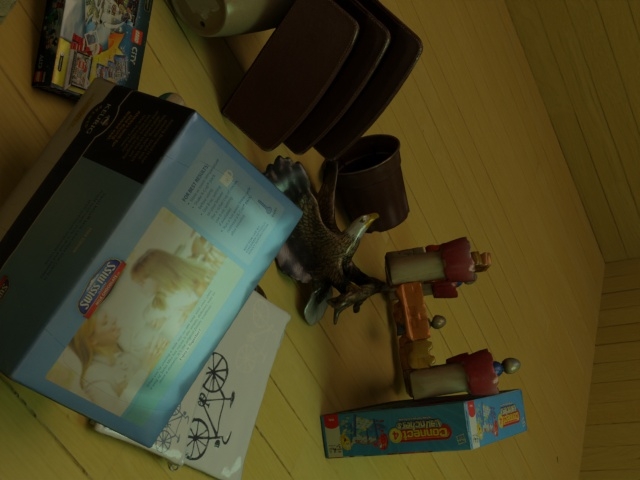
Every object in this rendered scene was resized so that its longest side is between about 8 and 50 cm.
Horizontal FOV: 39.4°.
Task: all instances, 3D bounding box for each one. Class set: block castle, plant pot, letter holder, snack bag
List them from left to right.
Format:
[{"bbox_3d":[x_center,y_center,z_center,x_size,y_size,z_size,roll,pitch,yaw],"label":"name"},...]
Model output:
[{"bbox_3d":[-0.179,0.193,1.381,0.342,0.037,0.323,42,55,-45],"label":"snack bag"},{"bbox_3d":[-0.129,-0.471,1.572,0.274,0.256,0.256,-42,117,-39],"label":"plant pot"},{"bbox_3d":[0.007,-0.281,1.578,0.214,0.302,0.152,43,33,5],"label":"letter holder"},{"bbox_3d":[0.111,-0.116,1.910,0.167,0.167,0.165,-60,138,-48],"label":"plant pot"},{"bbox_3d":[0.260,0.166,1.827,0.453,0.213,0.303,65,14,-81],"label":"block castle"}]

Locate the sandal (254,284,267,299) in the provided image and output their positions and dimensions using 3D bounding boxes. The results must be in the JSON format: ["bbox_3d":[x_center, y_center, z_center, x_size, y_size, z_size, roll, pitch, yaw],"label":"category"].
[{"bbox_3d":[-0.146,0.089,1.508,0.180,0.049,0.072,52,51,-30],"label":"sandal"}]

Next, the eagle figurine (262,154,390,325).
[{"bbox_3d":[0.009,-0.007,1.711,0.298,0.225,0.226,53,-18,14],"label":"eagle figurine"}]

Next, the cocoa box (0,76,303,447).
[{"bbox_3d":[-0.237,0.022,1.070,0.347,0.228,0.231,-57,136,-10],"label":"cocoa box"}]

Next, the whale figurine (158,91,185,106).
[{"bbox_3d":[-0.266,-0.121,1.320,0.272,0.141,0.216,-20,129,-79],"label":"whale figurine"}]

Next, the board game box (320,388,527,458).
[{"bbox_3d":[0.210,0.359,1.760,0.308,0.302,0.086,7,74,-58],"label":"board game box"}]

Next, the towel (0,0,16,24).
[{"bbox_3d":[-0.453,-0.367,1.174,0.148,0.027,0.110,47,42,-41],"label":"towel"}]

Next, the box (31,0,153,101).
[{"bbox_3d":[-0.322,-0.314,1.295,0.159,0.044,0.233,14,84,-56],"label":"box"}]
